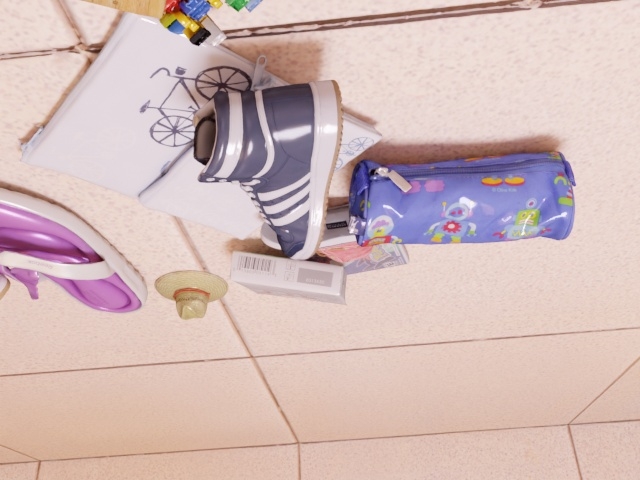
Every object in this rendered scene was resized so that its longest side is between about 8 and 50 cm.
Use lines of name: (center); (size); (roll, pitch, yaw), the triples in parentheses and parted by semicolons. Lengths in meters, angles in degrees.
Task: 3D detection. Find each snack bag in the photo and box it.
snack bag: (-0.152, -0.117, 0.799); (0.343, 0.037, 0.323); (21, 143, -36)

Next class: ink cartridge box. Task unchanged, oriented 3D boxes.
ink cartridge box: (-0.043, 0.070, 1.112); (0.181, 0.056, 0.224); (7, 172, 7)

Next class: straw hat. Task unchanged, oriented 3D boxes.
straw hat: (-0.236, 0.114, 1.178); (0.145, 0.061, 0.144); (-2, 151, -1)

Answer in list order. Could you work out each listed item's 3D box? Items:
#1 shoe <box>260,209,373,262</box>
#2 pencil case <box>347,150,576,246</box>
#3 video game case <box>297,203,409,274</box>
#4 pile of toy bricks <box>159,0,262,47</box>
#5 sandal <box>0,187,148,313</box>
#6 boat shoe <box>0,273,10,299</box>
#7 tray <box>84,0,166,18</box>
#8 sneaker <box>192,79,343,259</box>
shoe: (0.000, 0.000, 0.942); (0.178, 0.063, 0.081); (-6, 148, -11)
pencil case: (0.184, -0.057, 0.857); (0.306, 0.119, 0.133); (-2, 149, -2)
video game case: (0.036, 0.005, 1.049); (0.184, 0.023, 0.201); (-12, 150, 15)
pile of toy bricks: (-0.099, -0.231, 0.512); (0.118, 0.212, 0.105); (-41, 102, 7)
sandal: (-0.407, 0.043, 0.991); (0.170, 0.102, 0.416); (-15, 148, 20)
boat shoe: (-0.617, 0.046, 0.989); (0.277, 0.098, 0.096); (-1, 133, 14)
tray: (-0.057, -0.323, 0.267); (0.076, 0.202, 0.411); (9, 149, -21)
sneaker: (-0.069, -0.070, 0.747); (0.153, 0.099, 0.282); (-5, 146, -12)
